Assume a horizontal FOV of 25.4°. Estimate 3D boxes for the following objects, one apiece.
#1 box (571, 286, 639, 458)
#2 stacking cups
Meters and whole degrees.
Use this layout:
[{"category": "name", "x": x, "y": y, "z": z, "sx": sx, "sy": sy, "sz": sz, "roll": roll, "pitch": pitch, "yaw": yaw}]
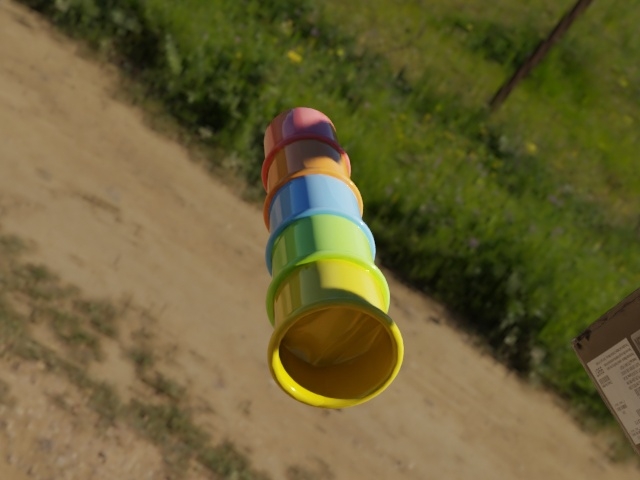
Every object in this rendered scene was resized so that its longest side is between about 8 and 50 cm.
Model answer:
[{"category": "box", "x": 0.256, "y": -0.017, "z": 0.568, "sx": 0.242, "sy": 0.307, "sz": 0.076, "roll": -27, "pitch": 78, "yaw": -14}, {"category": "stacking cups", "x": 0.000, "y": 0.000, "z": 1.104, "sx": 0.096, "sy": 0.096, "sz": 0.316, "roll": 23, "pitch": 26, "yaw": -17}]
